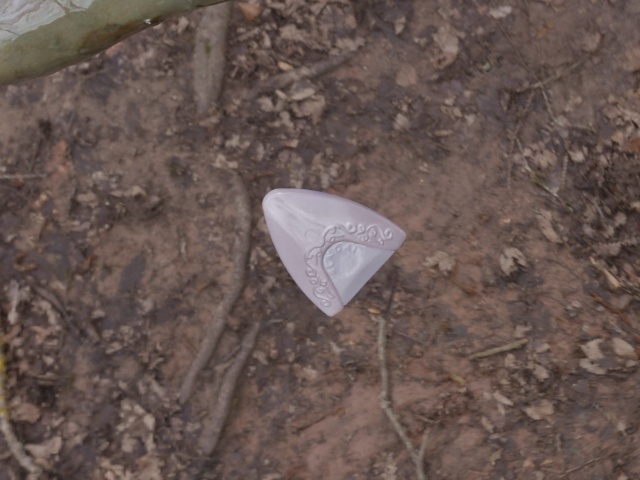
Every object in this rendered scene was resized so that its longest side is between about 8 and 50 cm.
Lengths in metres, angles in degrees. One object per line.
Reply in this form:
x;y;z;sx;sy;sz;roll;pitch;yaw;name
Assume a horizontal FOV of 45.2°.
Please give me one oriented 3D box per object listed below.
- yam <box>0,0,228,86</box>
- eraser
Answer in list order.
-0.085;-0.130;0.355;0.317;0.067;0.071;-19;56;-4;yam
0.000;0.001;1.318;0.204;0.243;0.059;-49;24;11;eraser
